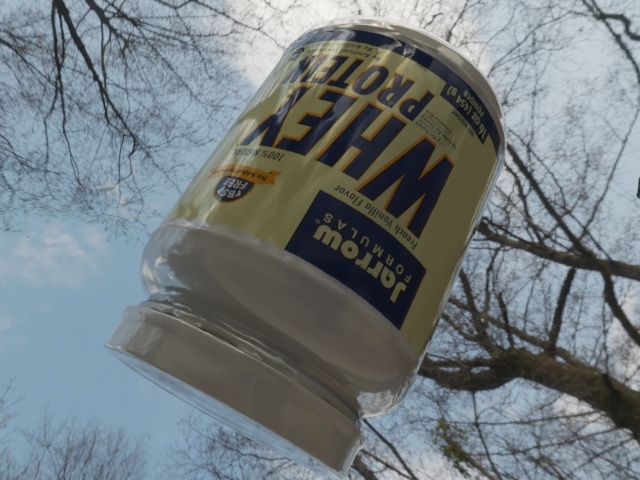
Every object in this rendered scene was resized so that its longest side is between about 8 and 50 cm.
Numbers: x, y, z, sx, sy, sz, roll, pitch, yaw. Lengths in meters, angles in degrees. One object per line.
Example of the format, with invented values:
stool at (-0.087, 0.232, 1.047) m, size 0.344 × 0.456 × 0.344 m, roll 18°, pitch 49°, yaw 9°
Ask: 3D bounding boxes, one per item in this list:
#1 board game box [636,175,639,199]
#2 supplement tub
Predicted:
board game box at (0.154, -0.042, 0.001) m, size 0.086 × 0.308 × 0.302 m, roll -17°, pitch -49°, yaw 2°
supplement tub at (0.000, 0.000, 0.450) m, size 0.235 × 0.235 × 0.325 m, roll 38°, pitch -116°, yaw -20°
